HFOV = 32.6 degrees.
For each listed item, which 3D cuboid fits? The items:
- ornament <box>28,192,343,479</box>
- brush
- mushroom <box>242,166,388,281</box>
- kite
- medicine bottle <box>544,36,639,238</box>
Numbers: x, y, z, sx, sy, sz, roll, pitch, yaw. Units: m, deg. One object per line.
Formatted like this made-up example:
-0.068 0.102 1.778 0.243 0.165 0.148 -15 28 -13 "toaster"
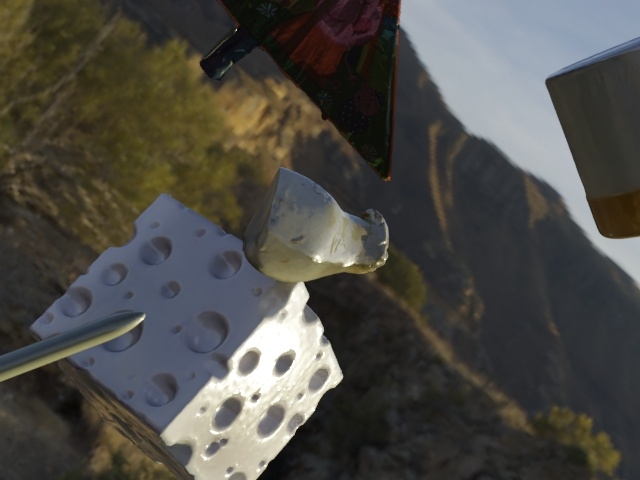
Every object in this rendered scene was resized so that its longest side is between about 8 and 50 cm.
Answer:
-0.153 0.138 1.334 0.239 0.240 0.240 30 -23 31 "ornament"
-0.298 0.117 0.972 0.039 0.299 0.042 -141 -148 -64 "brush"
0.000 0.000 1.205 0.225 0.116 0.093 24 1 -45 "mushroom"
-0.008 -0.200 0.886 0.321 0.234 0.016 47 26 -8 "kite"
0.437 -0.148 1.409 0.238 0.238 0.232 -118 -173 -84 "medicine bottle"
